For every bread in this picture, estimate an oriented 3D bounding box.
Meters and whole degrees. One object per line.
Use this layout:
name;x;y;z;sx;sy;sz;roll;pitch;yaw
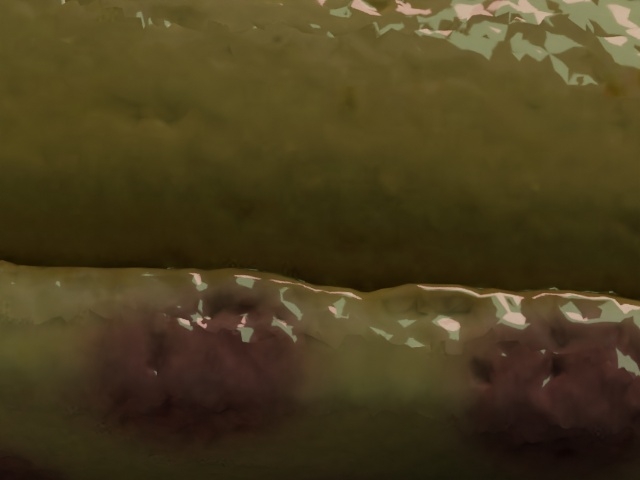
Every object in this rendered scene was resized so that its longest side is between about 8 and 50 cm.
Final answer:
bread;0.000;0.000;0.593;0.338;0.187;0.155;4;-22;-3
